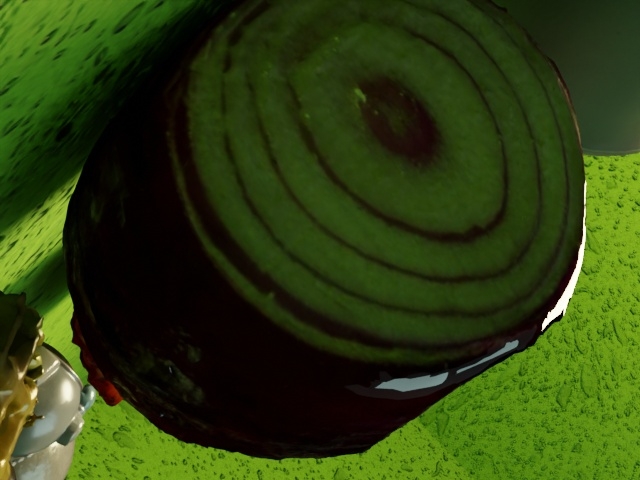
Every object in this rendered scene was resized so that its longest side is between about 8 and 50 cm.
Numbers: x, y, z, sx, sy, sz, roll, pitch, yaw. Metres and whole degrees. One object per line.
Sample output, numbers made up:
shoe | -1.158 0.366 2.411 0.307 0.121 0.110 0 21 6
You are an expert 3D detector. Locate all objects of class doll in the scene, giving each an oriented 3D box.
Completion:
doll | -0.284 0.164 1.077 0.151 0.151 0.287 -44 176 -30

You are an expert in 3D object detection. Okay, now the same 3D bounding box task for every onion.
onion | 0.000 0.000 0.760 0.336 0.282 0.260 -44 177 -37

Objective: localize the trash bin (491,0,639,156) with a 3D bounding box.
trash bin | 0.247 -0.250 0.829 0.280 0.280 0.432 -44 177 -29

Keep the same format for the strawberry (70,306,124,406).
strawberry | -0.148 0.029 1.147 0.265 0.149 0.336 -37 171 9

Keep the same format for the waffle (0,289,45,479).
waffle | -0.245 0.169 0.665 0.307 0.060 0.312 -18 125 -78
